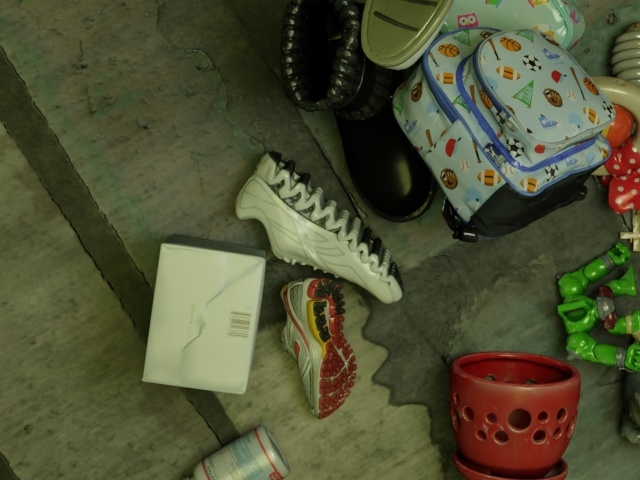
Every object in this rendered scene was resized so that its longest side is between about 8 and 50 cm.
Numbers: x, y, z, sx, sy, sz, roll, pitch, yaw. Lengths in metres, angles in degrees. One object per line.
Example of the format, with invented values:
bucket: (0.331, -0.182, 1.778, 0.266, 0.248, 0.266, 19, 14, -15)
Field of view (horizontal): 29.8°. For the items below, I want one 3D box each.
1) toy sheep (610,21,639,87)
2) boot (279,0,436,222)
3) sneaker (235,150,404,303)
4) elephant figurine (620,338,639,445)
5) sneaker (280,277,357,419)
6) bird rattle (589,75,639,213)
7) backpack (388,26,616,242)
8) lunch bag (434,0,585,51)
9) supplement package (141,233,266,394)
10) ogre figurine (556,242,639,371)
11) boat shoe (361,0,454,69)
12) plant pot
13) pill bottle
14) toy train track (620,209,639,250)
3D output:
toy sheep: (0.475, -0.264, 1.792, 0.091, 0.091, 0.132, 1, 75, -2)
boot: (0.053, -0.182, 1.686, 0.131, 0.260, 0.348, -18, 92, 15)
sneaker: (0.000, 0.000, 1.790, 0.292, 0.110, 0.118, 42, 103, 1)
elephant figurine: (0.535, 0.249, 1.747, 0.186, 0.239, 0.169, 24, 93, -3)
sneaker: (-0.007, 0.159, 1.809, 0.092, 0.088, 0.225, 7, 109, 40)
bird rattle: (0.405, -0.140, 1.736, 0.253, 0.143, 0.207, 20, 137, 7)
backpack: (0.233, -0.161, 1.595, 0.263, 0.276, 0.213, 48, 130, 20)
lunch bag: (0.229, -0.339, 1.735, 0.224, 0.108, 0.279, -33, 92, 29)
supplement package: (-0.163, 0.100, 1.732, 0.149, 0.203, 0.194, 9, 94, -3)
ogre figurine: (0.418, 0.104, 1.800, 0.118, 0.097, 0.197, -9, 82, 15)
boat shoe: (0.146, -0.353, 1.586, 0.113, 0.103, 0.302, 20, 82, 20)
plant pot: (0.279, 0.267, 1.769, 0.191, 0.191, 0.174, 4, 100, -2)
pill bottle: (-0.133, 0.353, 1.806, 0.160, 0.087, 0.087, -31, 94, 0)
toy train track: (0.482, -0.025, 1.843, 0.048, 0.014, 0.083, 0, 88, 5)
